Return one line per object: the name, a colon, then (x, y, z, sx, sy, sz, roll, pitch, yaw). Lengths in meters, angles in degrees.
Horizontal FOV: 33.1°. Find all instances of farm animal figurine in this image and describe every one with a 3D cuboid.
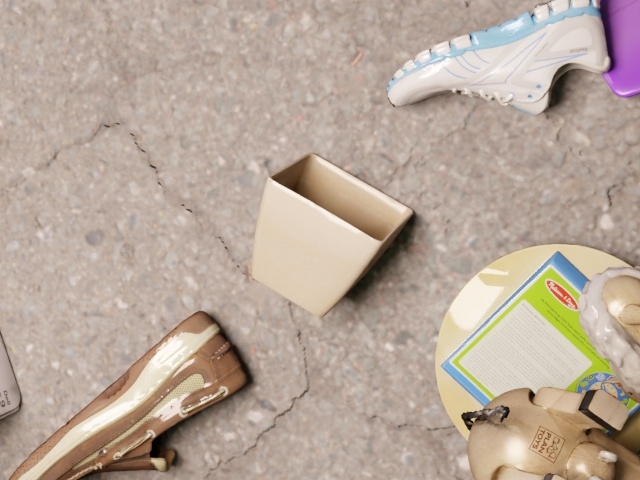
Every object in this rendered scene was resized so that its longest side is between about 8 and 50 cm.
farm animal figurine: (0.224, 0.233, 0.821, 0.330, 0.172, 0.327, -43, 97, -21)

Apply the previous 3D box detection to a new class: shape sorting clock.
shape sorting clock: (0.201, 0.103, 0.915, 0.206, 0.040, 0.206, 2, 104, 9)

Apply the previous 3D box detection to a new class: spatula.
spatula: (0.309, -0.081, 0.880, 0.084, 0.030, 0.296, -29, 88, 17)

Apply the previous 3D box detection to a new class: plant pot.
plant pot: (0.000, 0.000, 0.927, 0.109, 0.109, 0.096, 31, 113, 9)

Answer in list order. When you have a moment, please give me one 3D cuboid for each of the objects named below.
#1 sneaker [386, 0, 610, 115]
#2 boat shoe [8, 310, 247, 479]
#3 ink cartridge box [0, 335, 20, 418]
sneaker: (0.149, -0.136, 0.890, 0.190, 0.071, 0.083, -19, 90, 17)
boat shoe: (-0.175, 0.180, 0.986, 0.257, 0.095, 0.095, -41, 91, 13)
ink cartridge box: (-0.466, 0.117, 1.032, 0.289, 0.121, 0.211, -20, 91, 13)
